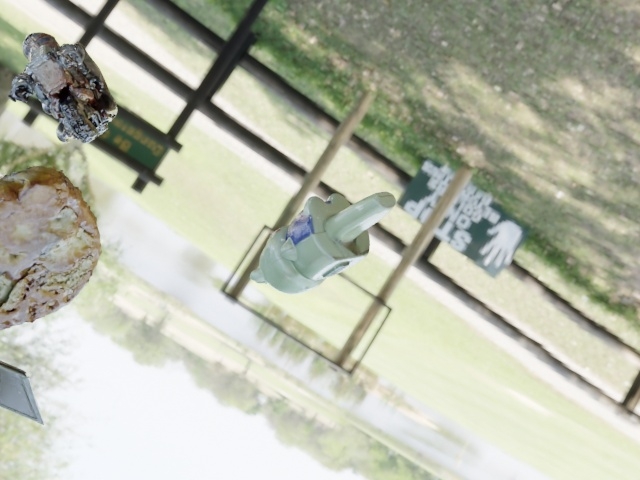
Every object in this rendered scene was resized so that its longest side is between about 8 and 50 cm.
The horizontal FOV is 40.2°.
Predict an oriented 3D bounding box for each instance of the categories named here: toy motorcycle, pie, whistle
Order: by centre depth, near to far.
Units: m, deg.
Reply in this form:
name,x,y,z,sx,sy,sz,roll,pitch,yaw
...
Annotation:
name,x,y,z,sx,sy,sz,roll,pitch,yaw
whistle,0.000,0.000,1.071,0.110,0.092,0.244,-8,160,-43
pie,-0.467,0.022,1.361,0.085,0.308,0.308,40,175,30
toy motorcycle,-0.423,-0.255,1.431,0.207,0.134,0.401,60,178,-14

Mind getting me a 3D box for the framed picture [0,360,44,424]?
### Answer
name,x,y,z,sx,sy,sz,roll,pitch,yaw
framed picture,-0.567,0.233,1.481,0.197,0.014,0.252,23,149,2
